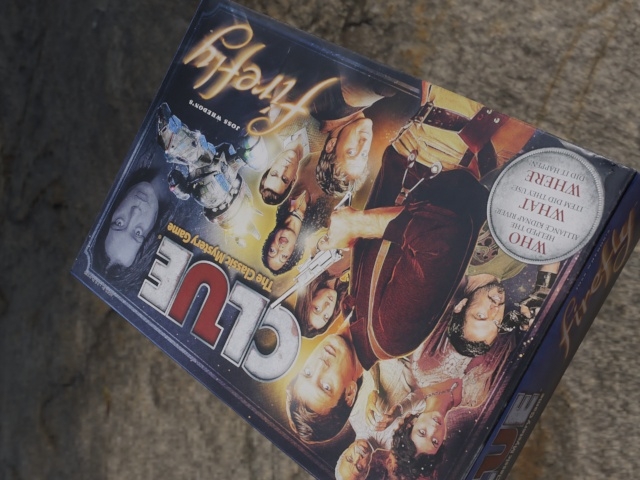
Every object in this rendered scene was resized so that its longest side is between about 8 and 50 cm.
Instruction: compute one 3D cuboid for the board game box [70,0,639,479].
[{"bbox_3d":[0.000,0.000,0.408,0.243,0.042,0.165,31,96,36],"label":"board game box"}]
